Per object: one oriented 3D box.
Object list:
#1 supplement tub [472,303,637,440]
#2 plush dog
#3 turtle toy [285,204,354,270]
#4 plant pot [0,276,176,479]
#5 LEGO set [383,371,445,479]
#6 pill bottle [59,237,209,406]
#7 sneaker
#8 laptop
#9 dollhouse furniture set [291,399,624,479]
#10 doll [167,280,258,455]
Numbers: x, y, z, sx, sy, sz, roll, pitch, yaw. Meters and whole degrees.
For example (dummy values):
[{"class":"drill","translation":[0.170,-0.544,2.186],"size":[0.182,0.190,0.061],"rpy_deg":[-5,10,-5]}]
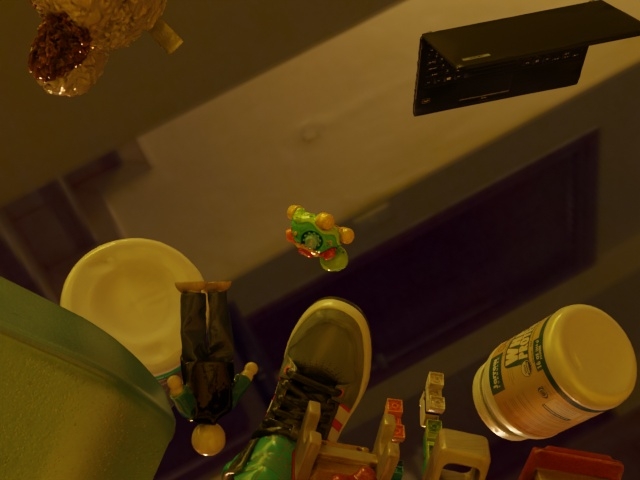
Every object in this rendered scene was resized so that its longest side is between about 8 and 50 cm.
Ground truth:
[{"class":"supplement tub","translation":[0.312,0.185,1.644],"size":[0.144,0.144,0.199],"rpy_deg":[61,-38,10]},{"class":"plush dog","translation":[-0.256,-0.292,1.344],"size":[0.225,0.210,0.262],"rpy_deg":[-43,128,-75]},{"class":"turtle toy","translation":[0.000,0.000,1.857],"size":[0.095,0.066,0.130],"rpy_deg":[16,-15,49]},{"class":"plant pot","translation":[-0.315,0.217,1.423],"size":[0.252,0.248,0.247],"rpy_deg":[23,5,-18]},{"class":"LEGO set","translation":[0.106,0.277,1.507],"size":[0.093,0.087,0.227],"rpy_deg":[107,-10,-46]},{"class":"pill bottle","translation":[-0.286,0.159,1.770],"size":[0.204,0.204,0.361],"rpy_deg":[60,-25,16]},{"class":"sneaker","translation":[-0.031,0.221,1.398],"size":[0.178,0.124,0.295],"rpy_deg":[-62,170,-64]},{"class":"laptop","translation":[0.248,-0.203,1.493],"size":[0.264,0.234,0.136],"rpy_deg":[90,-13,-61]},{"class":"dollhouse furniture set","translation":[0.150,0.315,1.273],"size":[0.201,0.374,0.152],"rpy_deg":[-92,-165,-63]},{"class":"doll","translation":[-0.119,0.139,1.323],"size":[0.046,0.129,0.189],"rpy_deg":[-5,-96,42]}]
